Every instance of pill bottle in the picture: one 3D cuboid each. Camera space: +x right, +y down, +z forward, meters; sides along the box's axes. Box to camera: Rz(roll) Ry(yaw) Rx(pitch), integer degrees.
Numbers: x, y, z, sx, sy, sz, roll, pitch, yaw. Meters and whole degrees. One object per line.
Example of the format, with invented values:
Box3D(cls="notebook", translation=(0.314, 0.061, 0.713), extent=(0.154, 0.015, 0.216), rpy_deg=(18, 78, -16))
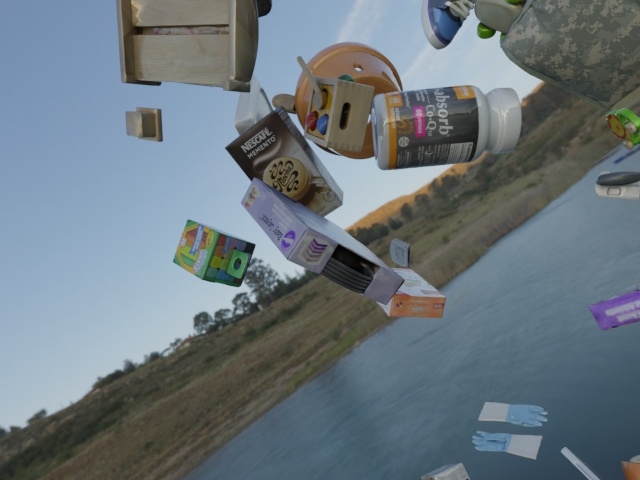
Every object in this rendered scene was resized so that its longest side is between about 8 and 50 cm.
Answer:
Box3D(cls="pill bottle", translation=(0.251, -0.237, 0.873), extent=(0.279, 0.162, 0.162), rpy_deg=(-5, -9, 4))

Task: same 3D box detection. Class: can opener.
Box3D(cls="can opener", translation=(0.913, -0.145, 1.138), extent=(0.284, 0.075, 0.095), rpy_deg=(8, 5, 25))

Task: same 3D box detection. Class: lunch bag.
Box3D(cls="lunch bag", translation=(0.544, -0.433, 0.832), extent=(0.168, 0.287, 0.235), rpy_deg=(-64, 0, -21))

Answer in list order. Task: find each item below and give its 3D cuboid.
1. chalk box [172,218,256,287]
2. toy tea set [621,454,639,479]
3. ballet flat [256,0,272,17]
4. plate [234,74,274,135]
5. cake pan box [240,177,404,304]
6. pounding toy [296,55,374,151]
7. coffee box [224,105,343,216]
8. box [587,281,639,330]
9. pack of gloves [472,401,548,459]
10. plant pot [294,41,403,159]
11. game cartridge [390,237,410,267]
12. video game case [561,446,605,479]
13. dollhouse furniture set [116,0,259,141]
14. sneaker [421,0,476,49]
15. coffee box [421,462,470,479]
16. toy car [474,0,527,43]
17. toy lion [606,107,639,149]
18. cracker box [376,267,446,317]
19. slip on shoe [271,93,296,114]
Box3D(cls="chalk box", translation=(-0.375, 0.055, 1.535), extent=(0.179, 0.289, 0.180), rpy_deg=(21, -93, -47))
Box3D(cls="toy tea set", translation=(0.792, 0.492, 0.888), extent=(0.336, 0.124, 0.200), rpy_deg=(24, -27, -28))
Box3D(cls="ballet flat", translation=(-0.200, -0.438, 0.690), extent=(0.250, 0.058, 0.084), rpy_deg=(11, -21, -12))
Box3D(cls="plate", translation=(-0.184, -0.360, 1.346), extent=(0.045, 0.278, 0.277), rpy_deg=(-9, -37, 14))
Box3D(cls="cake pan box", translation=(0.000, 0.000, 0.780), extent=(0.246, 0.267, 0.070), rpy_deg=(26, -80, -37))
Box3D(cls="pounding toy", translation=(0.015, -0.243, 0.742), extent=(0.100, 0.130, 0.141), rpy_deg=(1, -69, -25))
Box3D(cls="coffee box", translation=(-0.089, -0.186, 1.126), extent=(0.168, 0.297, 0.119), rpy_deg=(-32, 18, 17))
Box3D(cls="box", translation=(0.695, 0.085, 0.806), extent=(0.293, 0.057, 0.201), rpy_deg=(-12, -21, -29))
Box3D(cls="pack of gloves", translation=(0.620, 0.623, 1.363), extent=(0.232, 0.046, 0.195), rpy_deg=(-21, 18, 49))
Box3D(cls="plant pot", translation=(0.087, -0.331, 1.057), extent=(0.291, 0.291, 0.203), rpy_deg=(-38, 30, 14))
Box3D(cls="game cartridge", translation=(0.209, 0.032, 1.101), extent=(0.017, 0.056, 0.083), rpy_deg=(-45, -36, -31))
Box3D(cls="video game case", translation=(0.599, 0.520, 0.878), extent=(0.019, 0.157, 0.143), rpy_deg=(-49, 26, 4))
Box3D(cls="dollhouse furniture set", translation=(-0.095, -0.298, 0.551), extent=(0.174, 0.303, 0.355), rpy_deg=(-25, -54, -57))
Box3D(cls="sneaker", translation=(0.425, -0.729, 1.181), extent=(0.236, 0.130, 0.322), rpy_deg=(-7, 64, 57))
Box3D(cls="coffee box", translation=(0.409, 0.796, 1.215), extent=(0.098, 0.246, 0.141), rpy_deg=(-17, -28, -14))
Box3D(cls="toy car", translation=(0.514, -0.634, 1.087), extent=(0.188, 0.149, 0.155), rpy_deg=(-41, -32, -9))
Box3D(cls="toy lion", translation=(0.663, -0.253, 0.914), extent=(0.034, 0.096, 0.100), rpy_deg=(-30, -34, 16))
Box3D(cls="cracker box", translation=(0.230, 0.142, 1.194), extent=(0.156, 0.067, 0.232), rpy_deg=(4, 15, -14))
Box3D(cls="slip on shoe", translation=(-0.073, -0.373, 1.156), extent=(0.041, 0.135, 0.051), rpy_deg=(-47, -21, -77))
